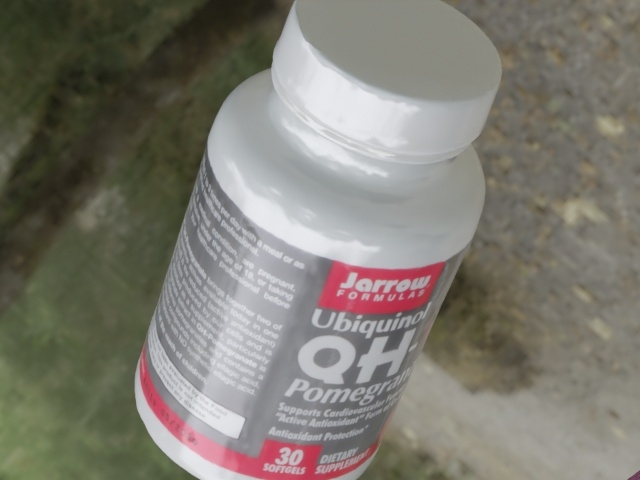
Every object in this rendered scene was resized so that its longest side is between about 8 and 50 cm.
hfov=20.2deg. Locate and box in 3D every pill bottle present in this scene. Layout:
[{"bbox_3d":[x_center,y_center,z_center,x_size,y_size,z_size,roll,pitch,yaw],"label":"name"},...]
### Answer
[{"bbox_3d":[0.000,0.000,1.137,0.176,0.176,0.318,37,129,21],"label":"pill bottle"}]

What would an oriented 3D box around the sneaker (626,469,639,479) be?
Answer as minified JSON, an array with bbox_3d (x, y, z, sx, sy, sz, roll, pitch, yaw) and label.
[{"bbox_3d":[0.221,0.224,1.204,0.121,0.112,0.299,26,162,5],"label":"sneaker"}]
